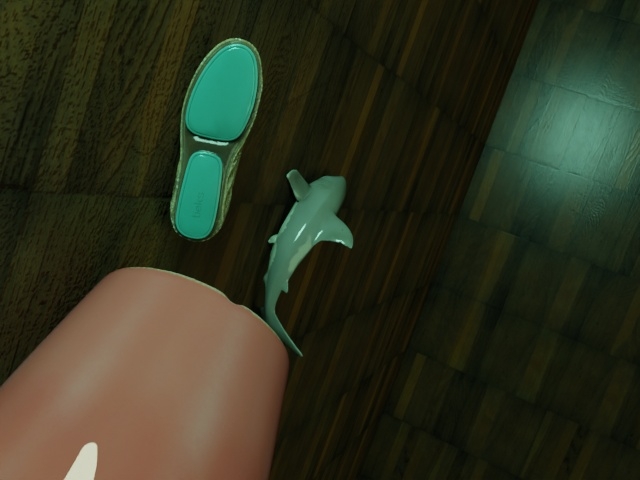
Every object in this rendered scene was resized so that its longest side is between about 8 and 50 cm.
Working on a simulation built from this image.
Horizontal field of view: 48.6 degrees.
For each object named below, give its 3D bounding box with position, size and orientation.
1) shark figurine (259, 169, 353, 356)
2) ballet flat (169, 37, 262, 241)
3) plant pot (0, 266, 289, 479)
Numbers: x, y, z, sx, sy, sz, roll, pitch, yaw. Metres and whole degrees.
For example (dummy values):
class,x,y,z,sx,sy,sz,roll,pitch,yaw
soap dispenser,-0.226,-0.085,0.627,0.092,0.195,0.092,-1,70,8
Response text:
class,x,y,z,sx,sy,sz,roll,pitch,yaw
shark figurine,-0.013,0.016,1.016,0.278,0.116,0.166,-66,160,-12
ballet flat,-0.108,-0.102,0.713,0.067,0.073,0.206,-102,-149,-73
plant pot,-0.156,0.174,0.598,0.275,0.275,0.243,86,23,-53
